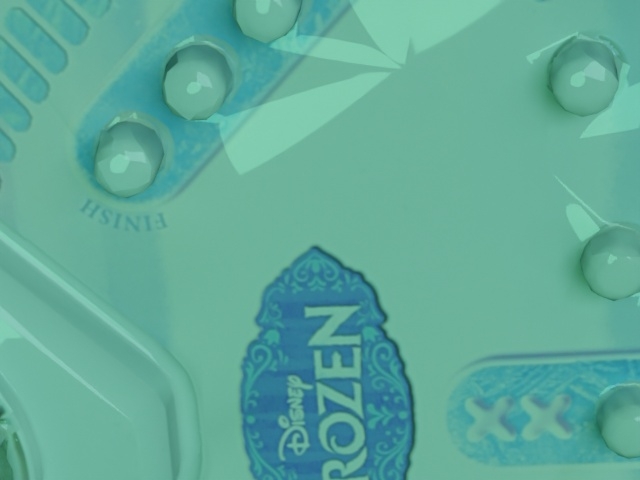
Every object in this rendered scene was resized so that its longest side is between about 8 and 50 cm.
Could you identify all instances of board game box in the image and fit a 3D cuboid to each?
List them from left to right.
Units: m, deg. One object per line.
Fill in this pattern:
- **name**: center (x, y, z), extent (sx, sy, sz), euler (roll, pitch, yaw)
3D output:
- **board game box**: center (-0.104, 0.053, 0.431), extent (0.390, 0.050, 0.390), euler (-3, 111, 3)
